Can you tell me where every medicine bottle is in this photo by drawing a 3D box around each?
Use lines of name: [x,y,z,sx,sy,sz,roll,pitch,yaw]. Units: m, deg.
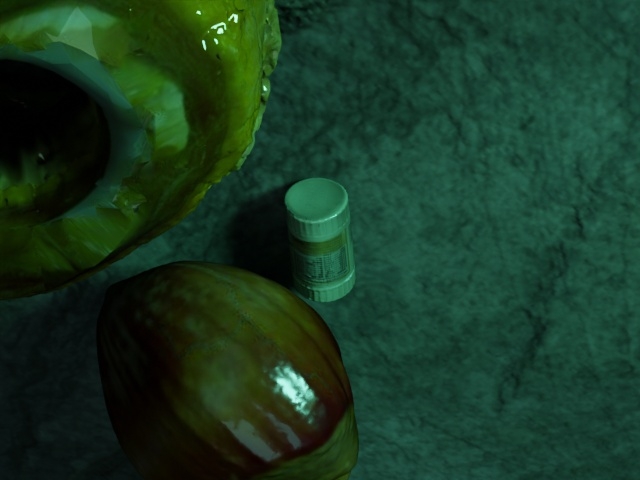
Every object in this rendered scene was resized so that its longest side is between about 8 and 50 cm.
medicine bottle: [0.000,0.000,1.242,0.047,0.047,0.083,0,135,7]

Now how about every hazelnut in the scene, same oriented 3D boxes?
hazelnut: [-0.067,0.104,1.273,0.181,0.181,0.212,-6,156,-20]

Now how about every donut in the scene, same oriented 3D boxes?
donut: [-0.193,-0.098,1.087,0.330,0.160,0.330,4,128,6]
